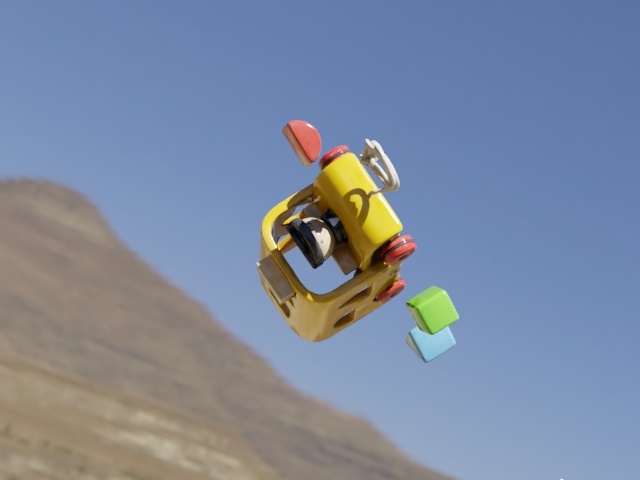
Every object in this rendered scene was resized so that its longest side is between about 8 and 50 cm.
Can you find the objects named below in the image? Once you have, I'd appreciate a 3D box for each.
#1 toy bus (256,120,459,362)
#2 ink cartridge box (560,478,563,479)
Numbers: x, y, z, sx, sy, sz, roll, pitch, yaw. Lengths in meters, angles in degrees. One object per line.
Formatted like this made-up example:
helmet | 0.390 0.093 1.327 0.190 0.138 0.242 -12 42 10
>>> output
toy bus | 0.003 0.008 1.477 0.191 0.104 0.202 38 -23 58
ink cartridge box | 0.214 0.269 1.458 0.150 0.063 0.109 34 -45 16
